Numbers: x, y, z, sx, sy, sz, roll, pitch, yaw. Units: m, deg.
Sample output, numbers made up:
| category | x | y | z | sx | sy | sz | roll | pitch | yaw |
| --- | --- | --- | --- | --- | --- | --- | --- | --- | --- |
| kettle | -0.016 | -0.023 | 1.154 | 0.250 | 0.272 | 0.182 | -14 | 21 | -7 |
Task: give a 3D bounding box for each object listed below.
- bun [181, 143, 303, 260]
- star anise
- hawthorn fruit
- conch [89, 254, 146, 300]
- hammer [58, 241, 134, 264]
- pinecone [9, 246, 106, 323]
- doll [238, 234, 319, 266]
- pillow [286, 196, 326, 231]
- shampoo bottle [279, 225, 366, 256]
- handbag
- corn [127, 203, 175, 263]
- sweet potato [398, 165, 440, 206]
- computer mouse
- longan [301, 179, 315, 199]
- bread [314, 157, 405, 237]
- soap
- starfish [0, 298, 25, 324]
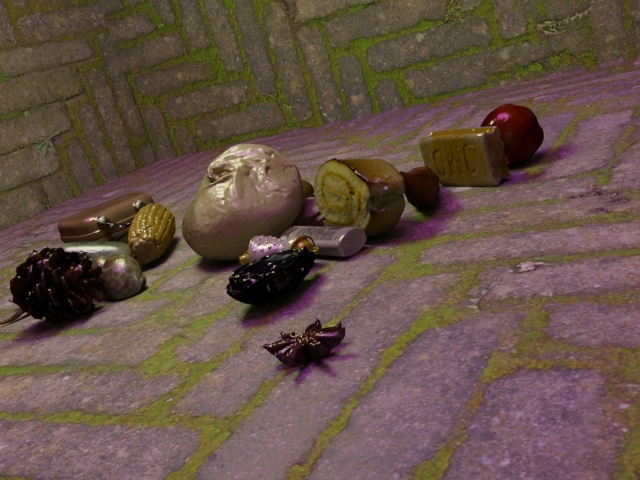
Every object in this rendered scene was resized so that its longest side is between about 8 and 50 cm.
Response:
| category | x | y | z | sx | sy | sz | roll | pitch | yaw |
| --- | --- | --- | --- | --- | --- | --- | --- | --- | --- |
| bun | -0.215 | -0.107 | 1.939 | 0.361 | 0.213 | 0.361 | -29 | 26 | 16 |
| star anise | -0.020 | 0.165 | 1.191 | 0.141 | 0.042 | 0.141 | -18 | 13 | 4 |
| hawthorn fruit | 0.487 | -0.268 | 1.970 | 0.169 | 0.169 | 0.188 | 0 | 25 | 46 |
| conch | -0.507 | 0.085 | 1.881 | 0.116 | 0.106 | 0.173 | -41 | 36 | -14 |
| hammer | -0.616 | 0.061 | 2.077 | 0.201 | 0.113 | 0.305 | 2 | -2 | -13 |
| pinecone | -0.624 | 0.110 | 1.792 | 0.204 | 0.179 | 0.184 | 11 | 51 | 26 |
| doll | -0.090 | 0.026 | 1.680 | 0.207 | 0.081 | 0.129 | -4 | 27 | 33 |
| pillow | 0.004 | -0.074 | 1.955 | 0.270 | 0.067 | 0.173 | -7 | 22 | 39 |
| shampoo bottle | 0.000 | 0.000 | 1.718 | 0.086 | 0.056 | 0.227 | -35 | 23 | -34 |
| handbag | -0.653 | -0.047 | 2.408 | 0.302 | 0.149 | 0.283 | -26 | 15 | -36 |
| corn | -0.490 | -0.023 | 2.184 | 0.130 | 0.130 | 0.347 | -17 | 17 | -1 |
| sweet potato | 0.249 | -0.132 | 1.855 | 0.095 | 0.106 | 0.354 | -50 | -6 | 12 |
| computer mouse | -0.096 | 0.077 | 1.514 | 0.146 | 0.078 | 0.241 | -5 | 16 | 37 |
| longan | -0.045 | -0.142 | 2.258 | 0.083 | 0.075 | 0.075 | 25 | 18 | -3 |
| bread | 0.097 | -0.096 | 1.732 | 0.124 | 0.186 | 0.257 | -6 | 12 | -32 |
| soap | 0.364 | -0.212 | 1.915 | 0.073 | 0.140 | 0.232 | -26 | 18 | -31 |
| starfish | -0.735 | 0.148 | 1.978 | 0.213 | 0.057 | 0.238 | -4 | 21 | 38 |
